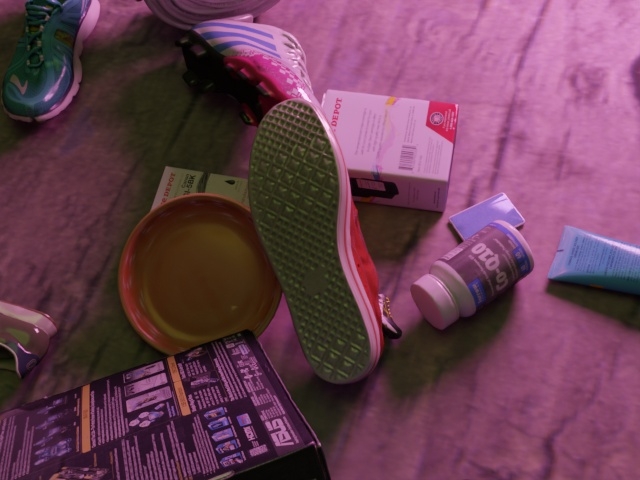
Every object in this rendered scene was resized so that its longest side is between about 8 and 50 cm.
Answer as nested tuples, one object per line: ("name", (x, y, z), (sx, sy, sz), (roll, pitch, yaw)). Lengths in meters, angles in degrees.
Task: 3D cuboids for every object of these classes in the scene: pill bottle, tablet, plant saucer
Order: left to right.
("plant saucer", (-0.140, 0.044, 1.332), (0.200, 0.037, 0.200), (-1, 84, 6))
("pill bottle", (0.179, 0.042, 1.329), (0.137, 0.078, 0.078), (-34, 63, -17))
("tablet", (0.209, -0.025, 1.412), (0.083, 0.006, 0.054), (-25, 60, -13))

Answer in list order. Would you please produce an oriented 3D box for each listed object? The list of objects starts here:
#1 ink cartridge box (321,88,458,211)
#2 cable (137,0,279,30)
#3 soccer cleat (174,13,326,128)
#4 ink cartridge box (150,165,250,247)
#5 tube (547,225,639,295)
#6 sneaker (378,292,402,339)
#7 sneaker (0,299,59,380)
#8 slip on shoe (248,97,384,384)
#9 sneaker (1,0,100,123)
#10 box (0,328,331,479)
("ink cartridge box", (0.082, -0.116, 1.435), (0.175, 0.072, 0.127), (8, 59, 8))
("cable", (-0.135, -0.394, 1.511), (0.257, 0.257, 0.089), (-17, 64, -8))
("soccer cleat", (-0.060, -0.217, 1.445), (0.143, 0.116, 0.331), (-27, 43, -22))
("ink cartridge box", (-0.141, -0.031, 1.403), (0.135, 0.056, 0.099), (9, 60, 8))
("tube", (0.384, 0.036, 1.344), (0.207, 0.052, 0.080), (14, 55, 17))
("sneaker", (0.072, 0.082, 1.337), (0.035, 0.031, 0.083), (-36, 63, -18))
("sneaker", (-0.415, 0.111, 1.323), (0.192, 0.064, 0.086), (13, 55, 7))
("slip on shoe", (0.000, 0.000, 1.290), (0.123, 0.101, 0.331), (-17, 86, 17))
("sneaker", (-0.382, -0.282, 1.540), (0.107, 0.110, 0.275), (3, 59, 5))
("box", (-0.175, 0.218, 1.086), (0.318, 0.395, 0.097), (-17, 103, -9))
